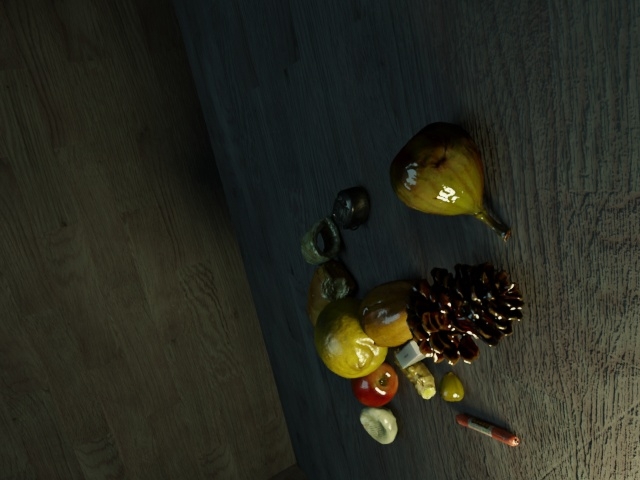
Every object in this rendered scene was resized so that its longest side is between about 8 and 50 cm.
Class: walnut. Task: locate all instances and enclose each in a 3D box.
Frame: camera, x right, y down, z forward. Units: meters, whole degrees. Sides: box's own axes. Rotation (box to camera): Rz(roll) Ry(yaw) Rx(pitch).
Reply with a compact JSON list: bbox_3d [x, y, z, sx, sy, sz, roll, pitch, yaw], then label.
[{"bbox_3d":[0.242,0.222,1.356,0.209,0.209,0.336,65,149,15],"label":"walnut"}]

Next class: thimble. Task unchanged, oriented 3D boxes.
[{"bbox_3d":[0.000,0.000,1.796,0.143,0.137,0.190,149,125,-67],"label":"thimble"}]

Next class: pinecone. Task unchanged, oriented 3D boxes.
[{"bbox_3d":[0.345,0.169,1.044,0.292,0.246,0.246,-41,69,49],"label":"pinecone"}]

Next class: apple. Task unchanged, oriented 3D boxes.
[{"bbox_3d":[0.210,0.552,1.684,0.181,0.181,0.168,68,154,8],"label":"apple"}]

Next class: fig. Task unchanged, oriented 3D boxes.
[{"bbox_3d":[0.309,-0.110,1.005,0.321,0.217,0.217,48,154,2],"label":"fig"},{"bbox_3d":[0.398,0.446,1.328,0.074,0.074,0.088,145,123,-66],"label":"fig"}]

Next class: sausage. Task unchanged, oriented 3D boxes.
[{"bbox_3d":[0.479,0.548,1.266,0.253,0.034,0.034,-16,92,66],"label":"sausage"}]

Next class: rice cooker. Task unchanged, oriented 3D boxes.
[{"bbox_3d":[0.104,-0.110,1.529,0.112,0.106,0.165,48,137,35],"label":"rice cooker"}]

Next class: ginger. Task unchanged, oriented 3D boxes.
[{"bbox_3d":[0.315,0.434,1.482,0.205,0.081,0.115,44,151,49],"label":"ginger"}]

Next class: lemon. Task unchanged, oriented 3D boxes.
[{"bbox_3d":[0.115,0.355,1.605,0.297,0.297,0.297,46,146,45],"label":"lemon"}]

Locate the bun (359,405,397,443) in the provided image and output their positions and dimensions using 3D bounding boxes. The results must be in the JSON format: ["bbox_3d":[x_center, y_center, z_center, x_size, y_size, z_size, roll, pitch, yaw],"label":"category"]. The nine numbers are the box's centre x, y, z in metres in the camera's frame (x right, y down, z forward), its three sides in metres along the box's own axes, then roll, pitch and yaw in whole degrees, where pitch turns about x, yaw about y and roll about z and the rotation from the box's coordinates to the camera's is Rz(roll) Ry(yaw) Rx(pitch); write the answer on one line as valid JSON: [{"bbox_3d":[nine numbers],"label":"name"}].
[{"bbox_3d":[0.254,0.756,1.827,0.183,0.102,0.183,27,133,34],"label":"bun"}]

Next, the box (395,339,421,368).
[{"bbox_3d":[0.316,0.332,1.345,0.051,0.129,0.130,60,154,25],"label":"box"}]

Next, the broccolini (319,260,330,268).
[{"bbox_3d":[0.022,0.150,1.944,0.091,0.068,0.202,18,126,38],"label":"broccolini"}]

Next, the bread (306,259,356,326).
[{"bbox_3d":[0.029,0.245,1.877,0.195,0.149,0.344,50,149,28],"label":"bread"}]
